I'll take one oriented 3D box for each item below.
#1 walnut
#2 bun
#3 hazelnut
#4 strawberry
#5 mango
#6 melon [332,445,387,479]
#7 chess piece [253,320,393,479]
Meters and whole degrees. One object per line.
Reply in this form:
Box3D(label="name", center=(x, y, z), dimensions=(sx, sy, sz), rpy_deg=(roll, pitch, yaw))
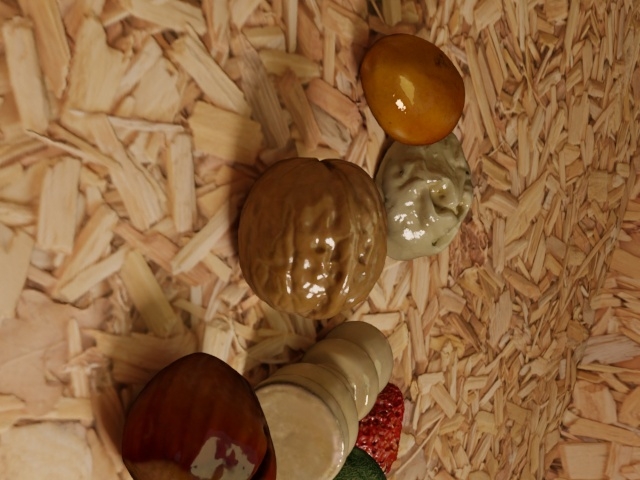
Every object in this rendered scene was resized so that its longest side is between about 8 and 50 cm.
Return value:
Box3D(label="walnut", center=(-0.010, -0.001, 1.548), dimensions=(0.213, 0.213, 0.213), rpy_deg=(-41, 138, -51))
Box3D(label="bun", center=(0.174, -0.073, 1.953), dimensions=(0.231, 0.133, 0.231), rpy_deg=(-39, 137, -49))
Box3D(label="hazelnut", center=(-0.132, 0.240, 1.425), dimensions=(0.181, 0.181, 0.212), rpy_deg=(-39, 131, -19))
Box3D(label="strawberry", center=(0.098, 0.320, 2.062), dimensions=(0.188, 0.082, 0.121), rpy_deg=(-56, 146, -30))
Box3D(label="mango", center=(0.131, -0.221, 1.789), dimensions=(0.252, 0.126, 0.154), rpy_deg=(22, 72, -64))
Box3D(label="melon", center=(0.020, 0.422, 1.832), dimensions=(0.182, 0.182, 0.288), rpy_deg=(-34, 134, -55))
Box3D(label="chess piece", center=(0.019, 0.217, 1.765), dimensions=(0.299, 0.167, 0.167), rpy_deg=(-38, 136, -58))
